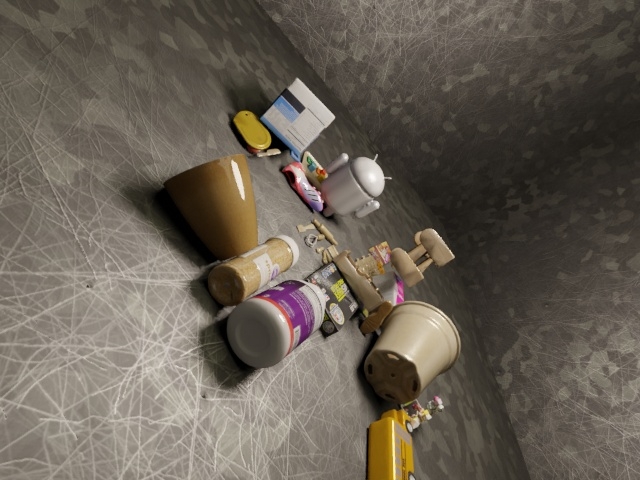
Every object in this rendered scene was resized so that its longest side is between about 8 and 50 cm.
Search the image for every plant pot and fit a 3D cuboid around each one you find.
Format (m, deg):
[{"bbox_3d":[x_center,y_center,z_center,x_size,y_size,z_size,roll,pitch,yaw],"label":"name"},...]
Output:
[{"bbox_3d":[0.328,0.445,1.650,0.305,0.333,0.334,-29,88,-53],"label":"plant pot"},{"bbox_3d":[-0.277,-0.081,1.214,0.255,0.237,0.237,69,24,-7],"label":"plant pot"}]

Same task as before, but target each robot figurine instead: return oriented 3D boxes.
[{"bbox_3d":[0.144,-0.247,1.977,0.300,0.353,0.200,55,25,-10],"label":"robot figurine"}]

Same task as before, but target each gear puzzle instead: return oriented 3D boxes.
[{"bbox_3d":[0.240,0.154,2.076,0.339,0.044,0.176,-13,81,-63],"label":"gear puzzle"}]

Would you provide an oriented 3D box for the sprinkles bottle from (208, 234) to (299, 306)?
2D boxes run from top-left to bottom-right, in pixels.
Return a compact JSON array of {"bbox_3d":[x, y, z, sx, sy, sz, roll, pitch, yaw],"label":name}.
[{"bbox_3d":[-0.187,0.079,1.286,0.121,0.121,0.355,58,26,-1],"label":"sprinkles bottle"}]

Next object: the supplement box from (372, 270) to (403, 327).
[{"bbox_3d":[0.305,0.265,1.945,0.111,0.113,0.220,46,35,-39],"label":"supplement box"}]

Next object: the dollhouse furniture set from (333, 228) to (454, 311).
[{"bbox_3d":[0.289,0.065,1.755,0.257,0.394,0.362,55,8,5],"label":"dollhouse furniture set"}]

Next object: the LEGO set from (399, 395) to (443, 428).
[{"bbox_3d":[0.350,0.653,1.647,0.287,0.132,0.107,7,47,-52],"label":"LEGO set"}]

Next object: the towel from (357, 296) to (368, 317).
[{"bbox_3d":[0.179,0.289,1.855,0.083,0.009,0.060,52,27,-14],"label":"towel"}]

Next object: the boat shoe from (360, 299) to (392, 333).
[{"bbox_3d":[0.230,0.311,1.760,0.063,0.170,0.059,45,5,2],"label":"boat shoe"}]

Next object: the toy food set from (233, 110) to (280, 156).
[{"bbox_3d":[-0.275,-0.415,1.746,0.128,0.071,0.218,-30,86,-41],"label":"toy food set"}]

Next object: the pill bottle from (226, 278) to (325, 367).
[{"bbox_3d":[-0.105,0.215,1.214,0.182,0.181,0.323,61,25,4],"label":"pill bottle"}]

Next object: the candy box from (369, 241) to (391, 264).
[{"bbox_3d":[0.333,0.073,2.326,0.109,0.053,0.186,62,24,7],"label":"candy box"}]

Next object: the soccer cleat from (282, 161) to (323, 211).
[{"bbox_3d":[-0.078,-0.227,1.897,0.095,0.083,0.248,-34,99,-36],"label":"soccer cleat"}]

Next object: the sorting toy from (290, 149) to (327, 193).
[{"bbox_3d":[-0.020,-0.346,2.147,0.348,0.047,0.196,48,27,-23],"label":"sorting toy"}]

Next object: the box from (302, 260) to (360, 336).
[{"bbox_3d":[0.036,0.209,1.621,0.216,0.060,0.270,58,25,2],"label":"box"}]

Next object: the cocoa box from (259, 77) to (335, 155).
[{"bbox_3d":[-0.098,-0.547,1.901,0.231,0.228,0.347,43,13,-14],"label":"cocoa box"}]

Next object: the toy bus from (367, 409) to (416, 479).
[{"bbox_3d":[0.223,0.694,1.375,0.130,0.108,0.333,46,28,-22],"label":"toy bus"}]

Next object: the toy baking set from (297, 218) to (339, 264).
[{"bbox_3d":[0.002,-0.003,1.827,0.256,0.030,0.197,49,27,-20],"label":"toy baking set"}]
